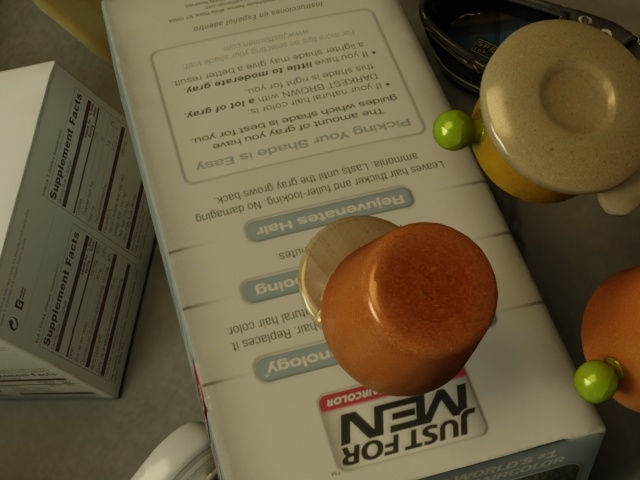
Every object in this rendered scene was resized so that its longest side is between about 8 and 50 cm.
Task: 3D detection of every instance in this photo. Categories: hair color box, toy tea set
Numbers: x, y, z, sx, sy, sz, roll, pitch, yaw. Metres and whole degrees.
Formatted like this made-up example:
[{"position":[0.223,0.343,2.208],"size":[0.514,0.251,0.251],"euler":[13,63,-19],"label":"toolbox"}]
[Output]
[{"position":[0.000,0.000,0.707],"size":[0.185,0.113,0.374],"euler":[-13,53,-9],"label":"hair color box"},{"position":[0.155,0.004,0.593],"size":[0.336,0.124,0.200],"euler":[5,72,-10],"label":"toy tea set"}]

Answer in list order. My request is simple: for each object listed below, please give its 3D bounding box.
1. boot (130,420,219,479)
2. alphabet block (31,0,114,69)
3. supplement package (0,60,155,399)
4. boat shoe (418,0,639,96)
[{"position":[-0.087,0.243,0.691],"size":[0.123,0.095,0.258],"euler":[28,94,25],"label":"boot"},{"position":[-0.177,-0.288,0.962],"size":[0.193,0.197,0.192],"euler":[-42,51,7],"label":"alphabet block"},{"position":[-0.273,0.003,0.903],"size":[0.262,0.145,0.204],"euler":[-5,64,30],"label":"supplement package"},{"position":[0.151,-0.112,0.740],"size":[0.228,0.076,0.080],"euler":[34,86,40],"label":"boat shoe"}]
